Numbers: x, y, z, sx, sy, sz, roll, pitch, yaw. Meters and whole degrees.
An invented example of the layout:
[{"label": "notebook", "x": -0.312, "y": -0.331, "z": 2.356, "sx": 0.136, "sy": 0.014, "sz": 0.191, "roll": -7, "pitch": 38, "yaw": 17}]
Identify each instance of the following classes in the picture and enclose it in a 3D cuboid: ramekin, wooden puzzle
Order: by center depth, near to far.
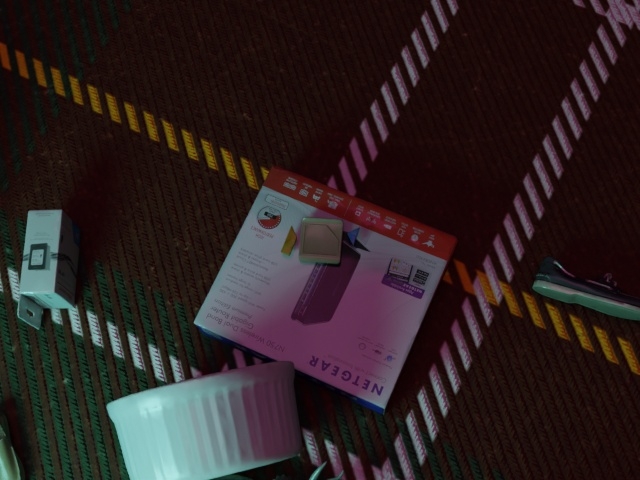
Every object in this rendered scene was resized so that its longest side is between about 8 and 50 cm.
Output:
[{"label": "ramekin", "x": -0.158, "y": 0.272, "z": 1.214, "sx": 0.277, "sy": 0.277, "sz": 0.135, "roll": -14, "pitch": 78, "yaw": -1}, {"label": "wooden puzzle", "x": 0.000, "y": 0.000, "z": 1.341, "sx": 0.116, "sy": 0.014, "sz": 0.079, "roll": 11, "pitch": 76, "yaw": 7}]

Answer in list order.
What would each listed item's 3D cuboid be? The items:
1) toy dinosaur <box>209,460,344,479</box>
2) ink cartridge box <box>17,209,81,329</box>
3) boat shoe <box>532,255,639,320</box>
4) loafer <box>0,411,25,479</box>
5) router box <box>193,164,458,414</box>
[{"label": "toy dinosaur", "x": -0.124, "y": 0.417, "z": 1.257, "sx": 0.313, "sy": 0.121, "sz": 0.160, "roll": 2, "pitch": 59, "yaw": 9}, {"label": "ink cartridge box", "x": -0.448, "y": 0.050, "z": 1.391, "sx": 0.060, "sy": 0.104, "sz": 0.180, "roll": -1, "pitch": 72, "yaw": 2}, {"label": "boat shoe", "x": 0.450, "y": 0.076, "z": 1.344, "sx": 0.206, "sy": 0.075, "sz": 0.065, "roll": 15, "pitch": 76, "yaw": 13}, {"label": "loafer", "x": -0.512, "y": 0.338, "z": 1.324, "sx": 0.056, "sy": 0.050, "sz": 0.148, "roll": -25, "pitch": 71, "yaw": -5}, {"label": "router box", "x": 0.013, "y": 0.076, "z": 1.365, "sx": 0.335, "sy": 0.082, "sz": 0.301, "roll": 22, "pitch": 74, "yaw": 10}]
